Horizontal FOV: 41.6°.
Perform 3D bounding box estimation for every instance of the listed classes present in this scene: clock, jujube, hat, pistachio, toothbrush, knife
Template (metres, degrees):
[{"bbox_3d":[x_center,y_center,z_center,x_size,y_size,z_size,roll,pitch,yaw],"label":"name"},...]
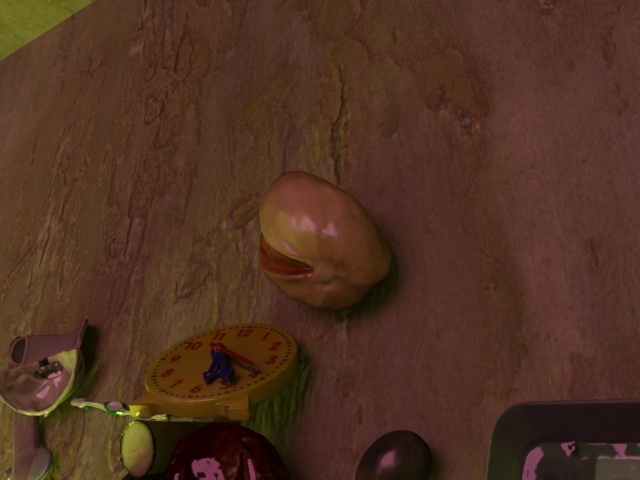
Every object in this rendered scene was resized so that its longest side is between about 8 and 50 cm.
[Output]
[{"bbox_3d":[-0.177,0.218,1.500,0.277,0.071,0.293,-5,19,16],"label":"clock"},{"bbox_3d":[-0.131,0.453,1.302,0.216,0.216,0.342,-31,49,17],"label":"jujube"},{"bbox_3d":[-0.612,0.289,1.920,0.220,0.164,0.226,-15,7,8],"label":"hat"},{"bbox_3d":[0.000,0.000,1.548,0.230,0.230,0.309,-44,37,3],"label":"pistachio"},{"bbox_3d":[-0.419,0.348,1.749,0.304,0.030,0.030,-4,56,38],"label":"toothbrush"},{"bbox_3d":[-0.661,0.404,1.904,0.132,0.038,0.398,-33,41,5],"label":"knife"}]

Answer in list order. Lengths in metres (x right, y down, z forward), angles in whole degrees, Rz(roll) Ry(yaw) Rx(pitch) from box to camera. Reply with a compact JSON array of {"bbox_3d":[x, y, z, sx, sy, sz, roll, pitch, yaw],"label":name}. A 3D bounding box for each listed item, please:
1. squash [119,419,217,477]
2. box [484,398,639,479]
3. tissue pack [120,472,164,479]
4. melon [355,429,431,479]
[{"bbox_3d":[-0.244,0.347,1.476,0.094,0.224,0.094,-1,88,35],"label":"squash"},{"bbox_3d":[0.369,0.383,0.988,0.397,0.111,0.395,-11,53,36],"label":"box"},{"bbox_3d":[-0.349,0.479,1.409,0.185,0.081,0.257,-54,-3,17],"label":"tissue pack"},{"bbox_3d":[0.108,0.341,1.254,0.131,0.098,0.098,-44,40,8],"label":"melon"}]
